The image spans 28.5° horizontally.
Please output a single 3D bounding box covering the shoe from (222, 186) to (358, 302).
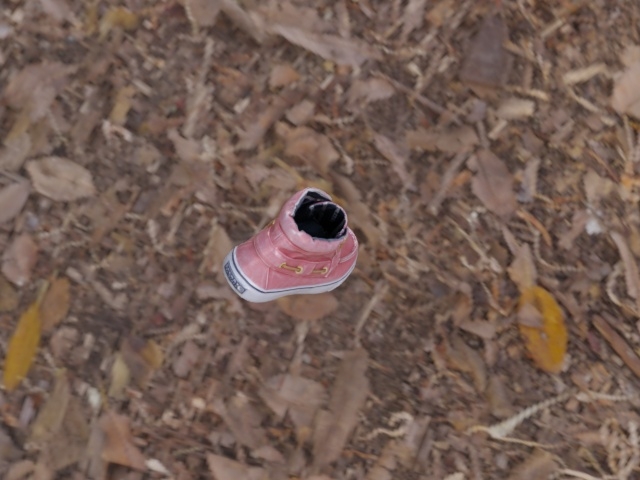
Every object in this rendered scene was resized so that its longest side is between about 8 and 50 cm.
[{"bbox_3d":[0.000,0.000,1.020,0.081,0.178,0.063,-40,77,29],"label":"shoe"}]
